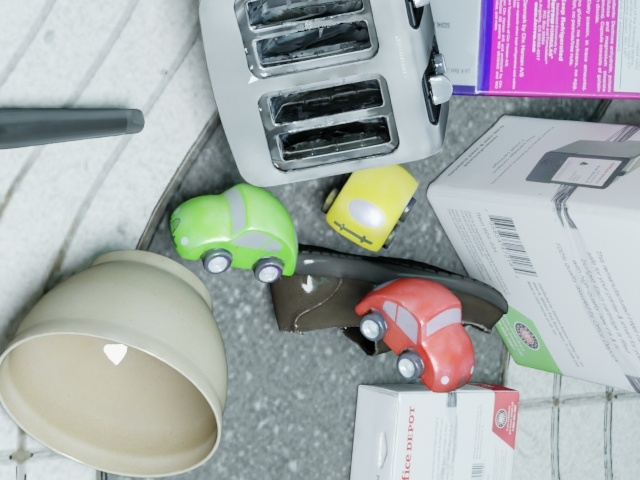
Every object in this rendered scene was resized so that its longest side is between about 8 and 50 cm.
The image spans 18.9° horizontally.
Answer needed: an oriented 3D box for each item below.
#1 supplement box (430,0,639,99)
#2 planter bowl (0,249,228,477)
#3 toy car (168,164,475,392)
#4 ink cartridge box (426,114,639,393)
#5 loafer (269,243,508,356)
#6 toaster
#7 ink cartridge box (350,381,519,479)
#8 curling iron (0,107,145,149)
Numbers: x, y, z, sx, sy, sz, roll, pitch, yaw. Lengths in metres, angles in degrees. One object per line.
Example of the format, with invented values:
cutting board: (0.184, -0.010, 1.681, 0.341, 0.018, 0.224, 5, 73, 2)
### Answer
supplement box: (0.176, -0.171, 1.568, 0.220, 0.111, 0.114, 0, 95, -38)
planter bowl: (-0.135, 0.076, 1.352, 0.162, 0.162, 0.109, 48, 40, -31)
toy car: (0.000, 0.000, 1.420, 0.225, 0.239, 0.053, 10, 131, -24)
ink cartridge box: (0.244, 0.016, 1.542, 0.115, 0.273, 0.198, -43, 119, -25)
loafer: (0.049, 0.053, 1.530, 0.220, 0.080, 0.078, 10, 94, -28)
toaster: (-0.003, -0.142, 1.396, 0.185, 0.110, 0.168, -9, 116, 7)
ink cartridge box: (0.094, 0.168, 1.584, 0.135, 0.056, 0.099, 3, 94, -38)
curling iron: (-0.243, -0.062, 1.312, 0.274, 0.035, 0.068, -15, 109, -34)
